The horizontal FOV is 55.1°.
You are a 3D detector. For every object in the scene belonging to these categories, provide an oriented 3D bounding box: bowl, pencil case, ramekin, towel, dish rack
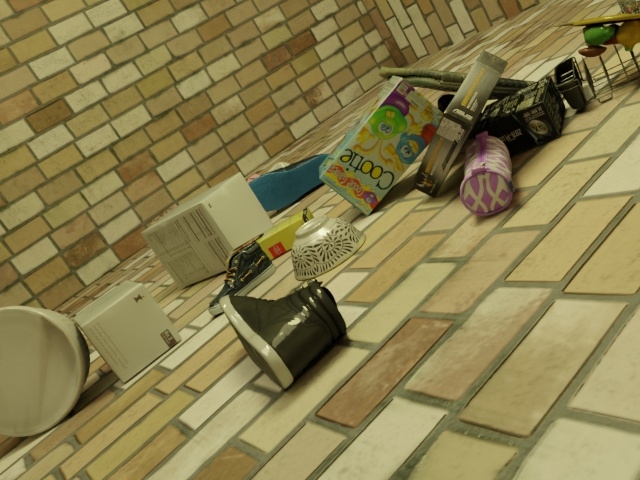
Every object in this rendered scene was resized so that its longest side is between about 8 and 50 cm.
[{"bbox_3d":[0.000,0.000,1.247,0.170,0.080,0.170,-29,16,9],"label":"bowl"},{"bbox_3d":[0.280,-0.115,1.042,0.086,0.088,0.206,-23,16,23],"label":"pencil case"},{"bbox_3d":[-0.621,0.266,1.304,0.273,0.273,0.127,-32,2,0],"label":"ramekin"},{"bbox_3d":[0.334,-0.360,1.434,0.312,0.056,0.324,1,17,-20],"label":"towel"},{"bbox_3d":[0.603,-0.355,1.198,0.271,0.074,0.208,-23,18,29],"label":"dish rack"}]

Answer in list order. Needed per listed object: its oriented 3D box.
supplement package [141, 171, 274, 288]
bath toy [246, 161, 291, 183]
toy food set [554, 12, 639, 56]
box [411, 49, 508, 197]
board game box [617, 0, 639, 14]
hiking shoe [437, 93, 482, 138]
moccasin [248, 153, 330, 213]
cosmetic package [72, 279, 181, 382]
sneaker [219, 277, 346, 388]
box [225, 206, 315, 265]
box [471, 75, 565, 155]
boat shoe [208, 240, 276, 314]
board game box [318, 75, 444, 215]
[{"bbox_3d":[-0.309,-0.025,1.712,0.263,0.198,0.199,-21,17,35],"label":"supplement package"},{"bbox_3d":[-0.238,-0.173,2.216,0.348,0.151,0.129,-28,-20,14],"label":"bath toy"},{"bbox_3d":[0.552,-0.388,1.166,0.128,0.071,0.218,-7,16,-7],"label":"toy food set"},{"bbox_3d":[0.259,-0.215,1.165,0.183,0.056,0.231,-58,-8,-27],"label":"box"},{"bbox_3d":[0.829,-0.566,1.294,0.232,0.141,0.291,-35,15,-13],"label":"board game box"},{"bbox_3d":[0.330,-0.316,1.536,0.086,0.114,0.227,-35,15,-14],"label":"hiking shoe"},{"bbox_3d":[-0.102,-0.174,1.975,0.342,0.137,0.117,-20,8,-11],"label":"moccasin"},{"bbox_3d":[-0.424,0.191,1.338,0.151,0.151,0.184,-38,15,-22],"label":"cosmetic package"},{"bbox_3d":[-0.057,0.119,0.949,0.147,0.104,0.296,-34,21,-15],"label":"sneaker"},{"bbox_3d":[-0.117,0.006,1.504,0.232,0.058,0.087,-29,15,8],"label":"box"},{"bbox_3d":[0.400,-0.242,1.230,0.147,0.077,0.180,-23,18,33],"label":"box"},{"bbox_3d":[-0.189,0.081,1.353,0.183,0.083,0.065,-39,16,-26],"label":"boat shoe"},{"bbox_3d":[0.136,-0.215,1.385,0.275,0.142,0.144,-50,11,13],"label":"board game box"}]
